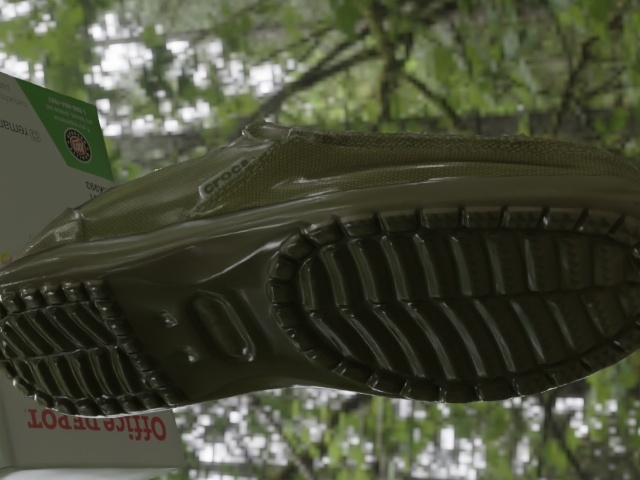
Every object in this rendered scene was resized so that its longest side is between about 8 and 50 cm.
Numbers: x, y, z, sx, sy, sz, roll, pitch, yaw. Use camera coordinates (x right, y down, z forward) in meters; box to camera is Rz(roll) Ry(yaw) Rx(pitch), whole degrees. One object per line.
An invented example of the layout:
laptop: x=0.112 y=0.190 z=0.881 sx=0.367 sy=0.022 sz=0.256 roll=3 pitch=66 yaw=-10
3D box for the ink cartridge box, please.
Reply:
ink cartridge box: x=-0.163 y=0.027 z=0.758 sx=0.154 sy=0.093 sz=0.212 roll=18 pitch=-126 yaw=-63

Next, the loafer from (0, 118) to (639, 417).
loafer: x=0.000 y=0.000 z=0.555 sx=0.092 sy=0.269 sz=0.102 roll=-75 pitch=-28 yaw=-45
